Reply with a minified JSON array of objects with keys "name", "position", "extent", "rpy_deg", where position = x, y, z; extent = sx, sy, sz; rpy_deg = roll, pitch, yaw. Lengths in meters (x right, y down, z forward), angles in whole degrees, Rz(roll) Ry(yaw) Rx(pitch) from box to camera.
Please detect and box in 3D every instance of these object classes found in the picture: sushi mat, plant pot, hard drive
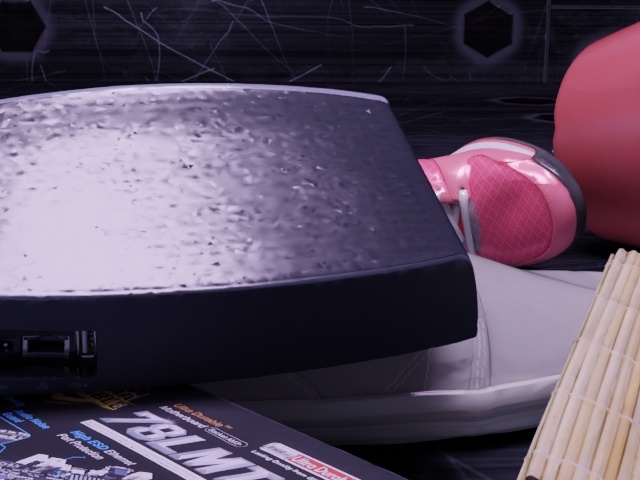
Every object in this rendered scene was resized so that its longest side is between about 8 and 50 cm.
[{"name":"sushi mat","position":[0.195,0.082,0.582],"extent":[0.151,0.019,0.316],"rpy_deg":[26,24,11]},{"name":"plant pot","position":[0.353,-0.095,1.013],"extent":[0.274,0.275,0.243],"rpy_deg":[-9,6,-37]},{"name":"hard drive","position":[-0.059,-0.011,0.578],"extent":[0.254,0.054,0.172],"rpy_deg":[-4,46,-19]}]

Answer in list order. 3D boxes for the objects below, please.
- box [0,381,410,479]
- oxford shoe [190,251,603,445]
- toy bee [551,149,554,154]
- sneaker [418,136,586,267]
[{"name":"box","position":[-0.115,0.128,0.393],"extent":[0.293,0.073,0.295],"rpy_deg":[-9,16,-40]},{"name":"oxford shoe","position":[0.008,0.036,0.682],"extent":[0.449,0.130,0.169],"rpy_deg":[-1,11,-16]},{"name":"toy bee","position":[0.411,-0.148,1.424],"extent":[0.298,0.162,0.195],"rpy_deg":[8,16,28]},{"name":"sneaker","position":[0.070,-0.015,1.010],"extent":[0.313,0.116,0.136],"rpy_deg":[6,27,37]}]
